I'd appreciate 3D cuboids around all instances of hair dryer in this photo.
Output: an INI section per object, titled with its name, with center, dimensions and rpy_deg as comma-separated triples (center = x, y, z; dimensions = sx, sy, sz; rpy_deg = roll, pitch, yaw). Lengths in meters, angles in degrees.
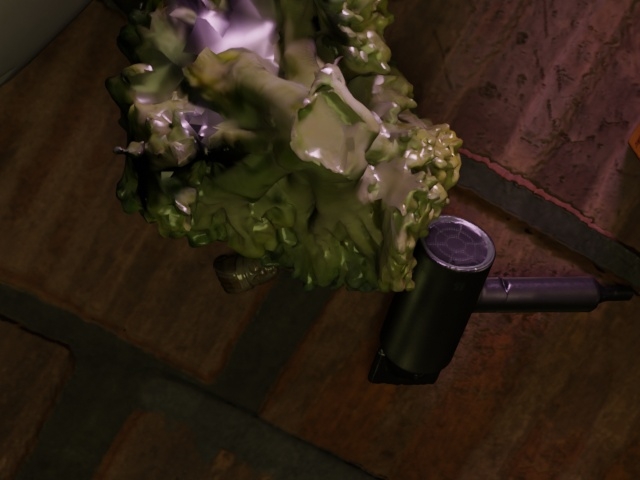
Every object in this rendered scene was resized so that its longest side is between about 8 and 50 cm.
[hair dryer]
center = 0.184, 0.072, 1.825
dimensions = 0.248, 0.078, 0.195
rpy_deg = 1, 134, -18

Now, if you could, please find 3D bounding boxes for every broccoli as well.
[broccoli]
center = -0.030, -0.089, 1.627
dimensions = 0.293, 0.281, 0.347
rpy_deg = -31, 95, -11

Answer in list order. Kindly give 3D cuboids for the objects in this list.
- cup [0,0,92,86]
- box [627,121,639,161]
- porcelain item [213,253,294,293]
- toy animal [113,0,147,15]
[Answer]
[cup]
center = -0.286, -0.281, 1.574
dimensions = 0.253, 0.253, 0.371
rpy_deg = 41, 103, -15
[box]
center = 0.367, -0.107, 1.663
dimensions = 0.076, 0.274, 0.174
rpy_deg = 29, 104, -8
[porcelain item]
center = 0.000, 0.000, 1.793
dimensions = 0.213, 0.054, 0.084
rpy_deg = -21, 108, 5
[toy animal]
center = -0.165, -0.238, 1.706
dimensions = 0.065, 0.047, 0.135
rpy_deg = -32, 113, 12
